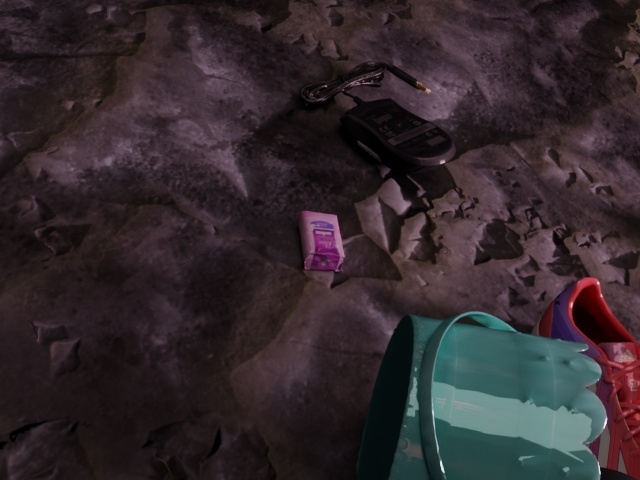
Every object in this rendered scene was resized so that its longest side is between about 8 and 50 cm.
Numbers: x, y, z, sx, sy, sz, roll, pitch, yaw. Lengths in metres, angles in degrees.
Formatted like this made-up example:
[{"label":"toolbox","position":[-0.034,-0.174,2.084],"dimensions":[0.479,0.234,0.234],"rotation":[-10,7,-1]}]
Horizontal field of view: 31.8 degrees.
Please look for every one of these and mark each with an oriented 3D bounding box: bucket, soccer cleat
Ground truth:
[{"label":"bucket","position":[0.145,0.207,1.107],"dimensions":[0.183,0.281,0.281],"rotation":[13,42,-4]},{"label":"soccer cleat","position":[0.347,0.187,1.307],"dimensions":[0.109,0.116,0.318],"rotation":[-2,46,-23]}]

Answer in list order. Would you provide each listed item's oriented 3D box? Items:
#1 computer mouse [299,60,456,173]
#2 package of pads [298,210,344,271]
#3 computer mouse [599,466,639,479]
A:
[{"label":"computer mouse","position":[0.111,-0.174,1.637],"dimensions":[0.262,0.060,0.184],"rotation":[34,47,31]},{"label":"package of pads","position":[0.000,0.000,1.427],"dimensions":[0.050,0.032,0.083],"rotation":[4,44,-14]},{"label":"computer mouse","position":[0.352,0.303,1.161],"dimensions":[0.272,0.188,0.072],"rotation":[26,77,18]}]
